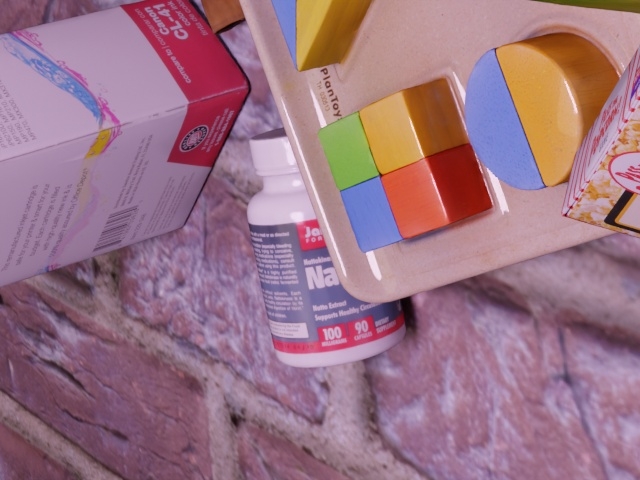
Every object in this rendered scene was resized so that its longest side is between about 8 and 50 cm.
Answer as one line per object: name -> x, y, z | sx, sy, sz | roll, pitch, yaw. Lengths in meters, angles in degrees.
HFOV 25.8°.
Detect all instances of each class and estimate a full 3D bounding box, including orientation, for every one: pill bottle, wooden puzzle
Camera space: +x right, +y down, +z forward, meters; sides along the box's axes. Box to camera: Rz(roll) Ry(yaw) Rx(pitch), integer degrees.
pill bottle -> 0.000, 0.000, 1.099 | 0.108, 0.108, 0.180 | 3, 108, 53
wooden puzzle -> 0.079, -0.137, 0.907 | 0.348, 0.080, 0.322 | -21, 88, 46

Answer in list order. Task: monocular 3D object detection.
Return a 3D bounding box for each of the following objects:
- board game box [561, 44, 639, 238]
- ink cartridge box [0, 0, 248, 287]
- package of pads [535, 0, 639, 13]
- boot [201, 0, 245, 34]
board game box -> 0.232, -0.031, 0.685 | 0.193, 0.045, 0.147 | 17, 156, 1
ink cartridge box -> -0.243, -0.076, 1.222 | 0.131, 0.306, 0.226 | 57, 142, 19
package of pads -> 0.234, -0.150, 0.611 | 0.296, 0.229, 0.101 | 11, 99, 49
boot -> -0.078, -0.322, 1.071 | 0.264, 0.096, 0.280 | -26, 85, 54
